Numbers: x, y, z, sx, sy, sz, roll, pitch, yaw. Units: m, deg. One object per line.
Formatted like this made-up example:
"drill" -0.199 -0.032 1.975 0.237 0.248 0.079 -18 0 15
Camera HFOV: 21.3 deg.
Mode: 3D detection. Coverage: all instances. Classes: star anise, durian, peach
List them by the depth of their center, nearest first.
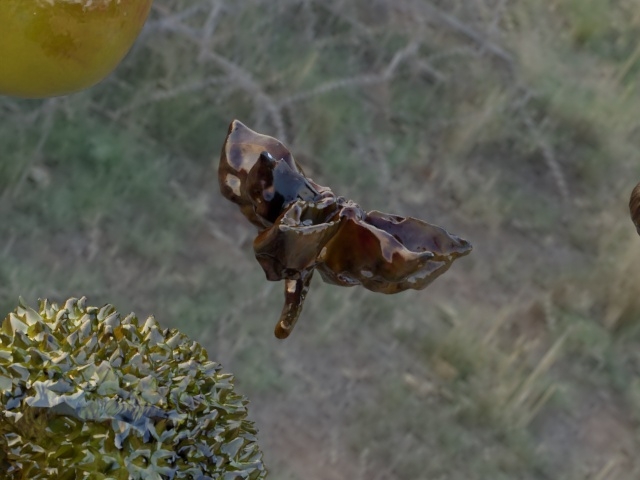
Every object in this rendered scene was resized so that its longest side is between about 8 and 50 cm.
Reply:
"durian" -0.155 0.173 1.207 0.293 0.258 0.258 57 25 -20
"star anise" -0.001 -0.006 1.261 0.212 0.111 0.196 7 30 -46
"peach" -0.252 -0.239 1.463 0.231 0.231 0.231 23 33 -16

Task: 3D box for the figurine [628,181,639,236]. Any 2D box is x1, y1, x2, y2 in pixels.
"figurine" 0.445 -0.017 1.530 0.168 0.315 0.187 15 71 -50
